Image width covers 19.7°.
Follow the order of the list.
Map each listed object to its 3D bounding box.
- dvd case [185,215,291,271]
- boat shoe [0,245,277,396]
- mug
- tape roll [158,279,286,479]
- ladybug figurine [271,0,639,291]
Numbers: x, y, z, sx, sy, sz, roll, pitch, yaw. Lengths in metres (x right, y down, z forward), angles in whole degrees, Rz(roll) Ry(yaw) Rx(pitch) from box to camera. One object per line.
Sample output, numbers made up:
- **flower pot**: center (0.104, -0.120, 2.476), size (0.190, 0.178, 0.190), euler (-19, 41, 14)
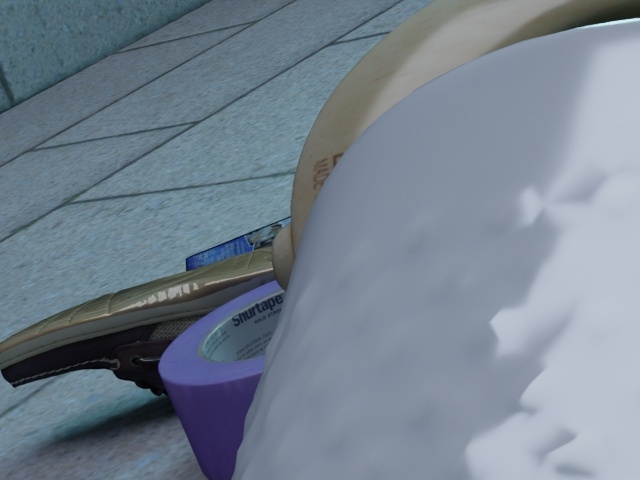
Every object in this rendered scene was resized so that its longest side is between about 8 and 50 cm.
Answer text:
- **dvd case**: center (0.000, 0.000, 1.641), size (0.253, 0.022, 0.180), euler (-22, 14, 1)
- **boat shoe**: center (-0.110, 0.076, 1.396), size (0.285, 0.092, 0.103), euler (-16, 8, 8)
- **mug**: center (0.140, 0.165, 0.448), size (0.374, 0.276, 0.328), euler (11, 54, 6)
- **tape roll**: center (-0.010, 0.086, 1.255), size (0.189, 0.080, 0.189), euler (-20, 15, 6)
- **ladybug figurine**: center (0.200, -0.010, 0.953), size (0.449, 0.305, 0.162), euler (-3, -19, 5)
